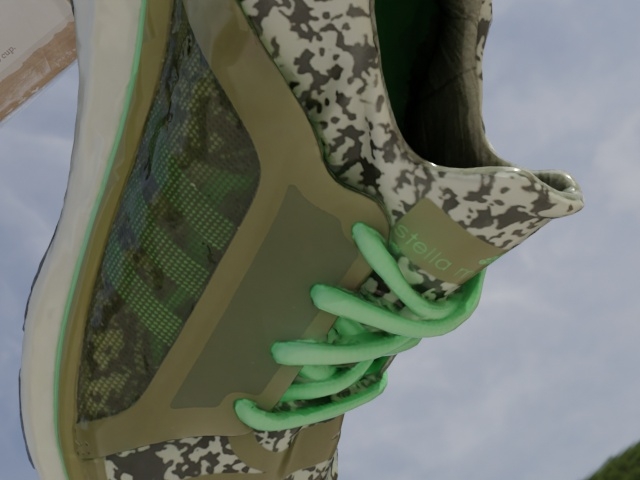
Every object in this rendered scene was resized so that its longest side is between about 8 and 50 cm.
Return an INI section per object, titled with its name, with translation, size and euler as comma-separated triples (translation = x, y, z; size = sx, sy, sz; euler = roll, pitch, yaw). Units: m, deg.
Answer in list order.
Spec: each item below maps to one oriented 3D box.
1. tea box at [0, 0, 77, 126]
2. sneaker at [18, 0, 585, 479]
[tea box]
translation = -0.384, -0.183, 1.012
size = 0.329, 0.323, 0.220
euler = -38, -76, 5
[sneaker]
translation = 0.000, 0.000, 0.400
size = 0.158, 0.182, 0.411
euler = -18, -63, -47
